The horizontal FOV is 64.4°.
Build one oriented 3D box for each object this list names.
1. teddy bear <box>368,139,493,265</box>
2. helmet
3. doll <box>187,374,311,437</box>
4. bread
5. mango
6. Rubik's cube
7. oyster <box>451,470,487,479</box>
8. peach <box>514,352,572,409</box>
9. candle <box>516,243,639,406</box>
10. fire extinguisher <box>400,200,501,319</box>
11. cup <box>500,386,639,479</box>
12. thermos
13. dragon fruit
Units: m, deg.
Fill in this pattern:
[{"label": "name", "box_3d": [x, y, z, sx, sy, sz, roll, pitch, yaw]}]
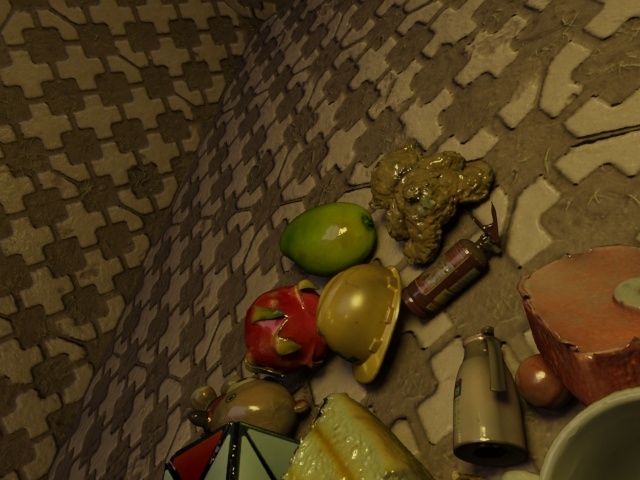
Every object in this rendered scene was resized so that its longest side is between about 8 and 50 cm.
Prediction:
[{"label": "teddy bear", "box_3d": [0.208, -0.109, 1.119, 0.267, 0.156, 0.256, -54, 31, 10]}, {"label": "helmet", "box_3d": [0.062, 0.153, 1.059, 0.205, 0.140, 0.257, 150, 140, -71]}, {"label": "doll", "box_3d": [-0.187, 0.413, 1.198, 0.330, 0.235, 0.174, -24, 74, 54]}, {"label": "bread", "box_3d": [0.077, 0.454, 0.761, 0.264, 0.239, 0.395, -4, 58, 49]}, {"label": "mango", "box_3d": [0.000, 0.000, 1.308, 0.343, 0.156, 0.192, -7, 49, 55]}, {"label": "Rubik's cube", "box_3d": [-0.149, 0.527, 0.986, 0.250, 0.246, 0.248, -36, 39, 31]}, {"label": "oyster", "box_3d": [0.236, 0.389, 0.781, 0.093, 0.034, 0.051, 1, 72, 49]}, {"label": "peach", "box_3d": [0.332, 0.207, 0.753, 0.083, 0.083, 0.083, -34, 40, 34]}, {"label": "candle", "box_3d": [0.394, 0.110, 0.611, 0.287, 0.131, 0.317, -27, 13, -40]}, {"label": "fire extinguisher", "box_3d": [0.255, 0.038, 0.972, 0.252, 0.106, 0.075, -45, 15, 21]}, {"label": "cup", "box_3d": [0.342, 0.295, 0.504, 0.301, 0.257, 0.227, -13, 51, 47]}, {"label": "thermos", "box_3d": [0.262, 0.231, 0.791, 0.105, 0.137, 0.193, 4, 51, 9]}, {"label": "dragon fruit", "box_3d": [-0.063, 0.207, 1.182, 0.227, 0.224, 0.224, -12, 53, 35]}]
